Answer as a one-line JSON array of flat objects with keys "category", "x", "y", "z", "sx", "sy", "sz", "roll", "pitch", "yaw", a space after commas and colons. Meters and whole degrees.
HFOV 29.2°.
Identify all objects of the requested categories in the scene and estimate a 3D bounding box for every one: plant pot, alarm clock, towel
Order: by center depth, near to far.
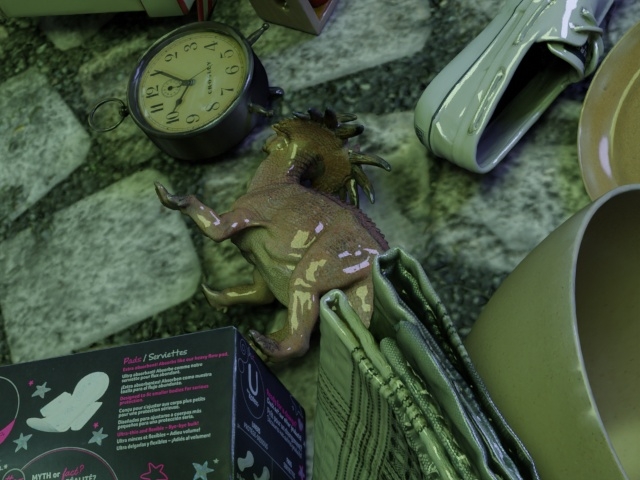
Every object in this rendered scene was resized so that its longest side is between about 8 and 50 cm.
[{"category": "towel", "x": 0.073, "y": 0.206, "z": 0.769, "sx": 0.056, "sy": 0.324, "sz": 0.312, "roll": -16, "pitch": 55, "yaw": -19}, {"category": "plant pot", "x": 0.190, "y": 0.130, "z": 0.814, "sx": 0.191, "sy": 0.284, "sz": 0.284, "roll": -33, "pitch": 50, "yaw": 42}, {"category": "plant pot", "x": 0.315, "y": -0.092, "z": 0.958, "sx": 0.236, "sy": 0.032, "sz": 0.236, "roll": -16, "pitch": 63, "yaw": 34}, {"category": "alarm clock", "x": -0.133, "y": -0.136, "z": 1.170, "sx": 0.192, "sy": 0.064, "sz": 0.129, "roll": -11, "pitch": 61, "yaw": 13}]

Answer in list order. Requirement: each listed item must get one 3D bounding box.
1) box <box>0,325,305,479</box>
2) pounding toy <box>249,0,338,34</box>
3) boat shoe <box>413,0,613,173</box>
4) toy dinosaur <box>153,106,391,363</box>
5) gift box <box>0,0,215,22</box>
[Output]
[{"category": "box", "x": -0.150, "y": 0.177, "z": 0.954, "sx": 0.247, "sy": 0.163, "sz": 0.142, "roll": -10, "pitch": 57, "yaw": 16}, {"category": "pounding toy", "x": -0.020, "y": -0.272, "z": 1.152, "sx": 0.100, "sy": 0.141, "sz": 0.130, "roll": 20, "pitch": 73, "yaw": 28}, {"category": "boat shoe", "x": 0.193, "y": -0.168, "z": 1.035, "sx": 0.267, "sy": 0.096, "sz": 0.088, "roll": -46, "pitch": 47, "yaw": -4}, {"category": "toy dinosaur", "x": 0.000, "y": 0.000, "z": 1.019, "sx": 0.200, "sy": 0.127, "sz": 0.296, "roll": -30, "pitch": 65, "yaw": -13}, {"category": "gift box", "x": -0.218, "y": -0.354, "z": 1.211, "sx": 0.258, "sy": 0.255, "sz": 0.276, "roll": 1, "pitch": 58, "yaw": 23}]
